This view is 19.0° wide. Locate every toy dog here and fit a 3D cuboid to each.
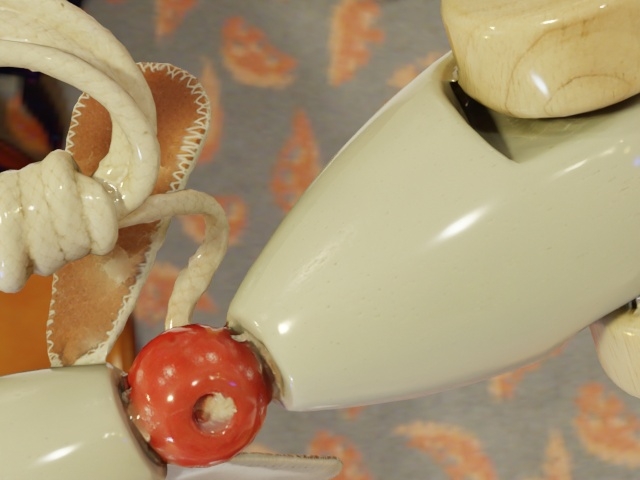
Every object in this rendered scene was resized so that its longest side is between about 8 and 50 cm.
[{"bbox_3d":[0.000,0.000,0.648,0.161,0.333,0.220,-127,34,-67],"label":"toy dog"}]
